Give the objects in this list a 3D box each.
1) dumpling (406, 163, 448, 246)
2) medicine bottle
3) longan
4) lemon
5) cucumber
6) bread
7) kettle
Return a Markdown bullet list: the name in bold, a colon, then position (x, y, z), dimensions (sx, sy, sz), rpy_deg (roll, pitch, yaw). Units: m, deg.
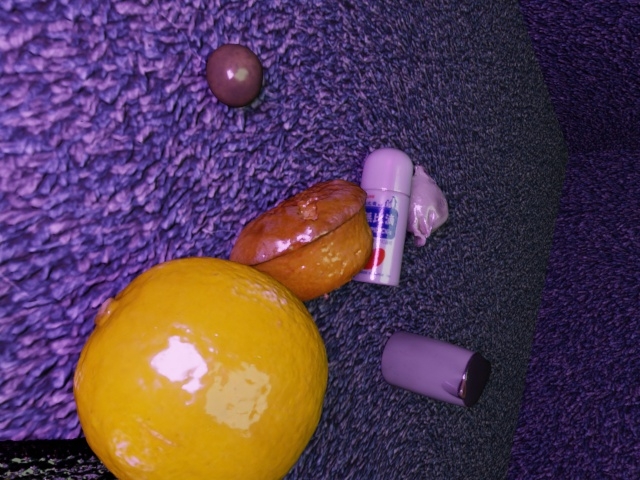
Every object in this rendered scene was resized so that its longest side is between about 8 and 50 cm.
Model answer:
- **dumpling**: position (0.295, -0.097, 1.187), dimensions (0.172, 0.143, 0.246), rpy_deg (57, 37, -78)
- **medicine bottle**: position (0.153, -0.062, 1.015), dimensions (0.130, 0.131, 0.340), rpy_deg (14, 84, -47)
- **longan**: position (-0.147, -0.283, 0.710), dimensions (0.119, 0.106, 0.106), rpy_deg (87, 21, -74)
- **lemon**: position (-0.157, 0.185, 0.575), dimensions (0.348, 0.348, 0.347), rpy_deg (-5, 97, -46)
- **cucumber**: position (-0.361, 0.299, 0.545), dimensions (0.300, 0.072, 0.071), rpy_deg (25, 75, -44)
- **bread**: position (0.000, 0.000, 0.824), dimensions (0.340, 0.179, 0.194), rpy_deg (-36, 119, -38)
- **kettle**: position (0.339, 0.353, 1.161), dimensions (0.241, 0.256, 0.164), rpy_deg (-9, 98, -46)
